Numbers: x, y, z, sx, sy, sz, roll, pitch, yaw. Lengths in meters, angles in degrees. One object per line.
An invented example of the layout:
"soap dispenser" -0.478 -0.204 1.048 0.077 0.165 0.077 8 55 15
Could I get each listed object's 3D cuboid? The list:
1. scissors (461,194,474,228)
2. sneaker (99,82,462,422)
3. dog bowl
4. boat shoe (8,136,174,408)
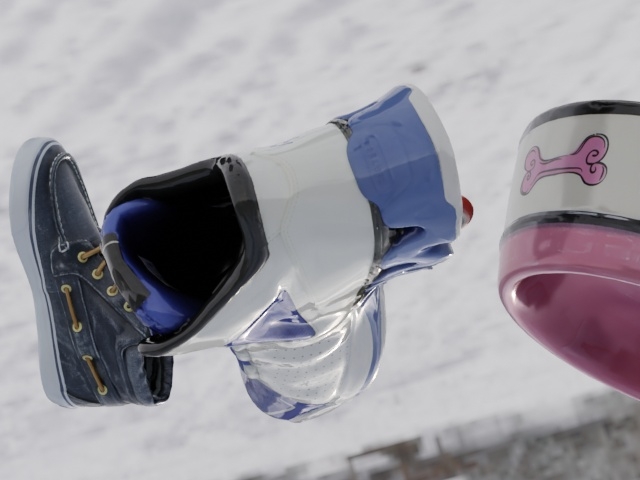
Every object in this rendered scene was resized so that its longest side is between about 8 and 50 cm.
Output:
"scissors" 0.000 0.000 1.633 0.297 0.021 0.109 -20 148 28
"sneaker" -0.047 0.016 1.113 0.182 0.127 0.315 -11 158 -18
"dog bowl" 0.341 0.043 1.659 0.408 0.150 0.408 23 163 8
"boat shoe" -0.143 0.021 1.195 0.083 0.183 0.065 -1 -163 25
